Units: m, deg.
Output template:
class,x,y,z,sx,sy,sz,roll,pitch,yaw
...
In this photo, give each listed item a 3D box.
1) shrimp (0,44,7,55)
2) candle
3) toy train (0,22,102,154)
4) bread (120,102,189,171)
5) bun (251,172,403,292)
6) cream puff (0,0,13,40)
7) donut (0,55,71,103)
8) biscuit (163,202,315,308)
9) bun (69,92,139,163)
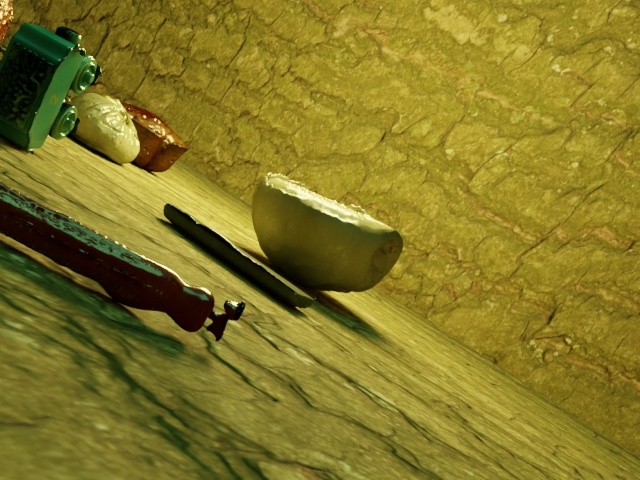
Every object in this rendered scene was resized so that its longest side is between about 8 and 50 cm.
class,x,y,z,sx,sy,sz,roll,pitch,yaw
shrimp,-0.576,-0.349,1.678,0.114,0.023,0.083,27,5,-29
candle,-0.227,0.009,0.802,0.329,0.051,0.048,29,-32,-15
toy train,-0.448,-0.245,1.369,0.112,0.203,0.163,27,11,4
bread,-0.482,-0.281,2.244,0.232,0.135,0.247,29,4,-46
bun,-0.003,0.002,1.877,0.364,0.202,0.364,26,6,-3
cream puff,-0.725,-0.432,1.678,0.240,0.163,0.240,-2,0,0
donut,-0.603,-0.305,1.692,0.152,0.101,0.259,29,5,-34
biscuit,-0.151,0.026,1.504,0.322,0.038,0.099,32,-1,21
bun,-0.499,-0.271,1.981,0.222,0.127,0.222,31,0,0
